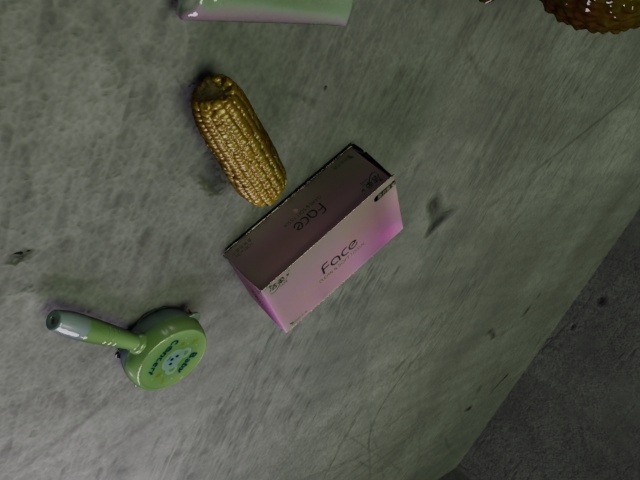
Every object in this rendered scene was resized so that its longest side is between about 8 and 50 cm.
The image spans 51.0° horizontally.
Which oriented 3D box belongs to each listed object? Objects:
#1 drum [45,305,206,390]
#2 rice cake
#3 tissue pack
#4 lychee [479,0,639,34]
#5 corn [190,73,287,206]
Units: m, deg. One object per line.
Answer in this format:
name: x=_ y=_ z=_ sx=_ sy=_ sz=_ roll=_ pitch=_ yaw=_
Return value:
drum: x=-0.251 y=0.141 z=0.850 sx=0.253 sy=0.049 sz=0.130 roll=9 pitch=117 yaw=-55
rice cake: x=-0.042 y=-0.256 z=0.675 sx=0.222 sy=0.042 sz=0.080 roll=-15 pitch=135 yaw=-44
tissue pack: x=0.000 y=0.000 z=0.966 sx=0.246 sy=0.092 sz=0.148 roll=-42 pitch=150 yaw=-12
lychee: x=0.377 y=-0.389 z=0.842 sx=0.270 sy=0.320 sz=0.270 roll=22 pitch=90 yaw=-78
corn: x=-0.088 y=-0.105 z=0.761 sx=0.068 sy=0.068 sz=0.207 roll=-42 pitch=150 yaw=-10
